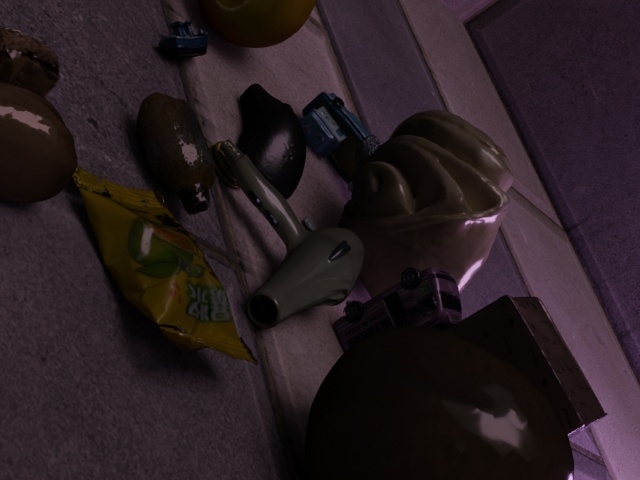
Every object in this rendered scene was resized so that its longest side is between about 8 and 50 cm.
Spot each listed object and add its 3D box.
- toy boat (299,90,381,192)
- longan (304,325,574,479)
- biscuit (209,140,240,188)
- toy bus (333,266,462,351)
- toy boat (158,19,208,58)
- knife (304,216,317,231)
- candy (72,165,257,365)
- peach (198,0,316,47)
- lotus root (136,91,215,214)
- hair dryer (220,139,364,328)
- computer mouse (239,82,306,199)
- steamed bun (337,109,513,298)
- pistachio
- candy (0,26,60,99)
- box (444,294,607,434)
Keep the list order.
[{"bbox_3d":[0.047,-0.172,2.263,0.238,0.109,0.098,53,41,1],"label":"toy boat"},{"bbox_3d":[0.155,0.283,1.540,0.361,0.361,0.361,45,24,-26],"label":"longan"},{"bbox_3d":[-0.145,-0.120,1.869,0.084,0.023,0.084,47,22,-26],"label":"biscuit"},{"bbox_3d":[0.128,0.124,1.859,0.096,0.199,0.108,20,44,-56],"label":"toy bus"},{"bbox_3d":[-0.226,-0.337,1.958,0.137,0.060,0.061,-24,102,-65],"label":"toy boat"},{"bbox_3d":[0.000,0.000,2.025,0.096,0.010,0.027,55,20,-10],"label":"knife"},{"bbox_3d":[-0.198,0.031,1.467,0.297,0.081,0.187,54,18,27],"label":"candy"},{"bbox_3d":[-0.114,-0.465,2.160,0.231,0.231,0.231,45,24,-26],"label":"peach"},{"bbox_3d":[-0.201,-0.123,1.669,0.113,0.088,0.192,30,32,-60],"label":"lotus root"},{"bbox_3d":[-0.070,0.014,1.756,0.298,0.119,0.296,39,31,-14],"label":"hair dryer"},{"bbox_3d":[-0.071,-0.179,2.040,0.147,0.088,0.264,45,21,-32],"label":"computer mouse"},{"bbox_3d":[0.161,-0.063,2.069,0.247,0.352,0.339,23,16,-16],"label":"steamed bun"},{"bbox_3d":[-0.356,-0.116,1.315,0.185,0.126,0.108,35,-13,-36],"label":"pistachio"},{"bbox_3d":[-0.371,-0.214,1.443,0.095,0.085,0.110,31,22,-36],"label":"candy"},{"bbox_3d":[0.246,0.248,1.794,0.225,0.297,0.190,61,22,14],"label":"box"}]
